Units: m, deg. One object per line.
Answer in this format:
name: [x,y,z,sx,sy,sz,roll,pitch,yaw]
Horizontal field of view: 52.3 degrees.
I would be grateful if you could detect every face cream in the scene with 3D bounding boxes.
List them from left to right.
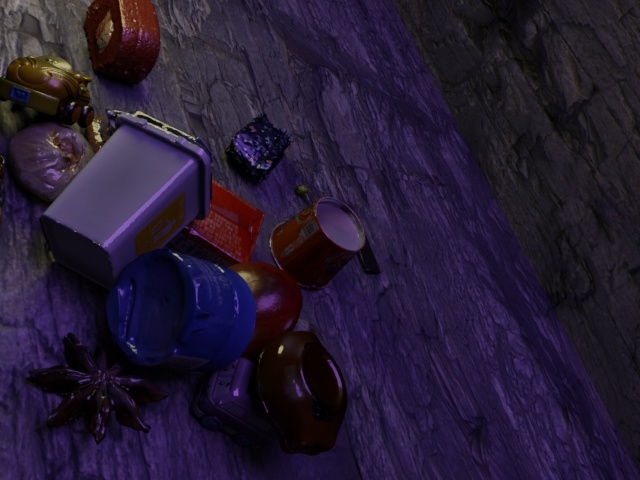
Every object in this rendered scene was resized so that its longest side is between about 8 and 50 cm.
face cream: [-0.298,0.156,1.402,0.225,0.249,0.249,24,39,-62]

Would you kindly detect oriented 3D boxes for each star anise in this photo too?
star anise: [-0.444,0.292,1.317,0.288,0.088,0.288,26,32,-17]

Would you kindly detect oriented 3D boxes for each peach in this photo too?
peach: [-0.157,0.168,1.614,0.275,0.245,0.248,-29,91,-55]

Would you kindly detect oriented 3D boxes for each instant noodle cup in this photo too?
instant noodle cup: [0.000,0.000,1.961,0.250,0.192,0.250,28,42,-28]

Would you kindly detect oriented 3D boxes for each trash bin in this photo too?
trash bin: [-0.449,-0.096,1.482,0.296,0.255,0.367,27,54,9]

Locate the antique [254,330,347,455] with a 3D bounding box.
antique: [-0.036,0.328,1.444,0.224,0.129,0.278,27,42,-39]

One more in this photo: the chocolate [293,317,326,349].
chocolate: [-0.043,0.332,1.709,0.185,0.100,0.303,23,45,-39]

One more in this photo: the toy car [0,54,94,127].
toy car: [-0.644,-0.369,1.561,0.201,0.142,0.248,20,7,-1]

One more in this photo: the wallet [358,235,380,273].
wallet: [0.156,0.045,2.239,0.082,0.018,0.156,5,55,-46]

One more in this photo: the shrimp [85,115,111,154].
shrimp: [-0.551,-0.250,1.710,0.132,0.052,0.187,16,52,-40]

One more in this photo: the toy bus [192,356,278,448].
toy bus: [-0.174,0.365,1.492,0.202,0.142,0.142,36,38,-19]

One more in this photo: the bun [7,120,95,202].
bun: [-0.615,-0.196,1.527,0.222,0.127,0.222,32,36,-27]

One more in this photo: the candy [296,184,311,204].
candy: [-0.041,-0.133,2.182,0.035,0.035,0.123,-38,97,-44]

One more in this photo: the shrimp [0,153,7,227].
shrimp: [-0.702,-0.128,1.351,0.075,0.178,0.289,-1,56,-19]

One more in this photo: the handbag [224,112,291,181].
handbag: [-0.195,-0.297,2.086,0.162,0.113,0.260,38,38,-7]

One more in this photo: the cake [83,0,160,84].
cake: [-0.574,-0.603,1.892,0.151,0.177,0.282,9,54,-42]

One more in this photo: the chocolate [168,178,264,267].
chocolate: [-0.289,-0.039,1.761,0.237,0.108,0.234,33,40,-21]
